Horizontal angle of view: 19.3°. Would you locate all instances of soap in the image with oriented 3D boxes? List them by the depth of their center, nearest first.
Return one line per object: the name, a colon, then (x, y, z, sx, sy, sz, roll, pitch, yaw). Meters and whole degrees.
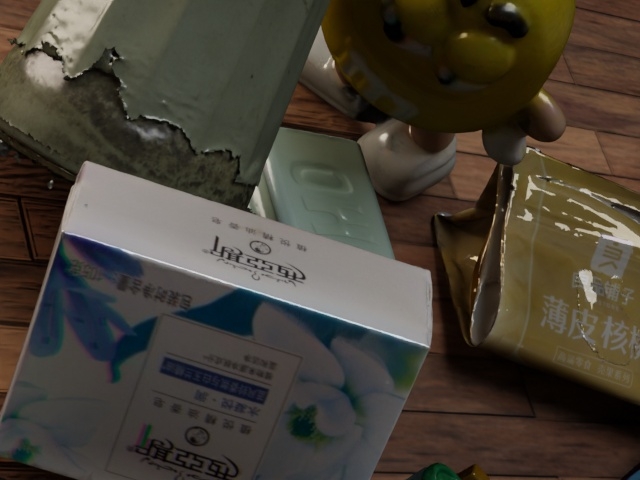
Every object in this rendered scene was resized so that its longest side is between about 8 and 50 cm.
soap: (0.000, 0.000, 1.682, 0.119, 0.066, 0.198, 7, 53, -33)

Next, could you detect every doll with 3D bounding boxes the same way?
doll: (0.073, -0.187, 1.669, 0.348, 0.423, 0.161, 27, 66, 26)

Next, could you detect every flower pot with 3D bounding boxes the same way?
flower pot: (-0.122, -0.161, 1.498, 0.290, 0.259, 0.290, 27, 9, -5)

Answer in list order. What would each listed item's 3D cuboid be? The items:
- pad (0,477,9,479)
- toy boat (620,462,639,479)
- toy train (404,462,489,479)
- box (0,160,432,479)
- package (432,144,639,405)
pad: (-0.303, 0.170, 1.207, 0.246, 0.170, 0.006, -1, 94, -29)
toy boat: (0.304, 0.251, 1.693, 0.079, 0.136, 0.392, 25, 28, 25)
toy train: (0.089, 0.253, 1.384, 0.136, 0.091, 0.227, 45, 29, -15)
box: (-0.079, 0.089, 1.376, 0.274, 0.203, 0.116, 18, 29, -8)
package: (0.287, 0.032, 1.788, 0.311, 0.165, 0.221, 20, 31, -22)
